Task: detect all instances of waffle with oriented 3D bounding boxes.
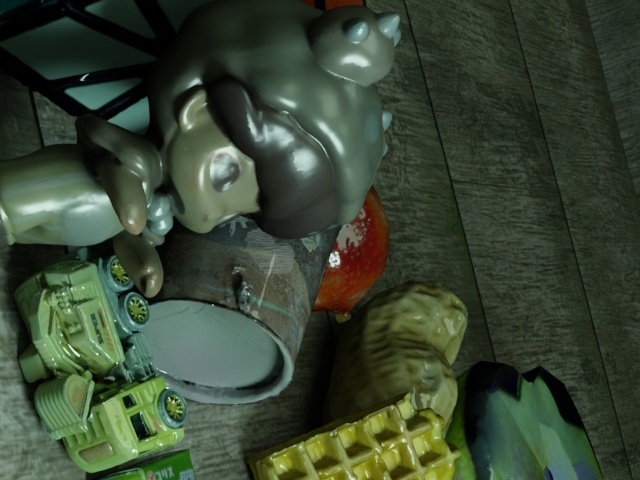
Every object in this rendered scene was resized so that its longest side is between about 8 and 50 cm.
[{"bbox_3d":[0.058,0.288,1.847,0.229,0.057,0.219,-19,93,-26],"label":"waffle"}]

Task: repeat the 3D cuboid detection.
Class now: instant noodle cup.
[{"bbox_3d":[-0.090,0.026,1.684,0.217,0.217,0.207,50,39,-40],"label":"instant noodle cup"}]

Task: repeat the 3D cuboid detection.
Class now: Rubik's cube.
[{"bbox_3d":[-0.141,-0.283,1.677,0.293,0.288,0.283,41,40,-52],"label":"Rubik's cube"}]

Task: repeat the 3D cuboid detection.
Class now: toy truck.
[{"bbox_3d":[-0.201,0.106,1.537,0.116,0.085,0.191,-22,91,-56],"label":"toy truck"}]

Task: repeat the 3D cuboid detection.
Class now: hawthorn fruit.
[{"bbox_3d":[0.000,0.000,1.939,0.188,0.169,0.169,61,27,-22],"label":"hawthorn fruit"}]

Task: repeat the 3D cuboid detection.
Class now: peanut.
[{"bbox_3d":[0.089,0.154,2.029,0.140,0.153,0.325,62,33,-29],"label":"peanut"}]

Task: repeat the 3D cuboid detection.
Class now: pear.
[{"bbox_3d":[0.207,0.337,2.136,0.399,0.165,0.399,43,38,-47],"label":"pear"}]

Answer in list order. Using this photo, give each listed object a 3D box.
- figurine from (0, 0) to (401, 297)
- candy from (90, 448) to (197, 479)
[{"bbox_3d":[-0.110,-0.079,1.504,0.248,0.380,0.203,88,-21,-59],"label":"figurine"},{"bbox_3d":[-0.135,0.291,1.581,0.097,0.062,0.194,-10,82,-65],"label":"candy"}]
